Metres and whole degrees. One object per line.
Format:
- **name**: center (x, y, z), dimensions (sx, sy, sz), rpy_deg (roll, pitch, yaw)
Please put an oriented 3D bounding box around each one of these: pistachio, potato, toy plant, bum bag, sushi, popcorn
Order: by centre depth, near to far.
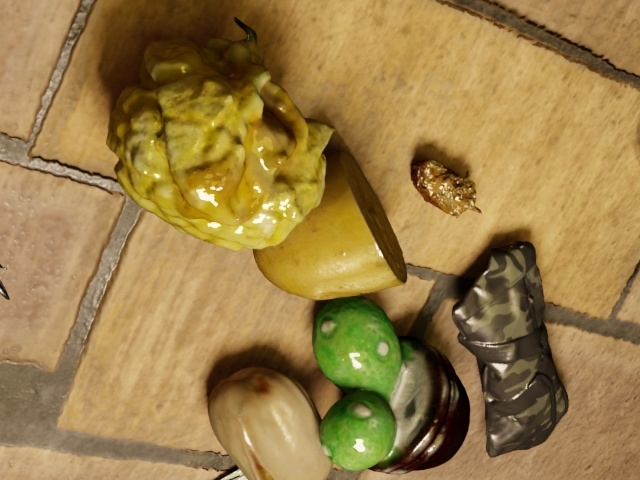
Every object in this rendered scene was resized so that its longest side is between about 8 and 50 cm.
- **popcorn**: center (-0.104, -0.109, 1.402), dimensions (0.249, 0.249, 0.225), rpy_deg (40, 78, -34)
- **potato**: center (0.000, 0.000, 1.543), dimensions (0.158, 0.203, 0.178), rpy_deg (-24, 108, 13)
- **sushi**: center (0.156, -0.064, 1.635), dimensions (0.118, 0.060, 0.061), rpy_deg (16, 103, -31)
- **pistachio**: center (-0.061, 0.247, 1.656), dimensions (0.130, 0.131, 0.206), rpy_deg (-13, 120, 27)
- **toy plant**: center (0.080, 0.194, 1.670), dimensions (0.175, 0.218, 0.235), rpy_deg (-18, 148, 39)
- **bum bag**: center (0.260, 0.159, 1.780), dimensions (0.144, 0.095, 0.340), rpy_deg (-33, 127, -23)

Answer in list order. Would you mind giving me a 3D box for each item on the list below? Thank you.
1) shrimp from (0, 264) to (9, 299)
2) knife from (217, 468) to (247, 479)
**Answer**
- **shrimp**: center (-0.433, -0.047, 1.313), dimensions (0.372, 0.137, 0.172), rpy_deg (48, 46, -25)
- **knife**: center (-0.086, 0.308, 1.741), dimensions (0.162, 0.023, 0.044), rpy_deg (-24, 124, -11)
